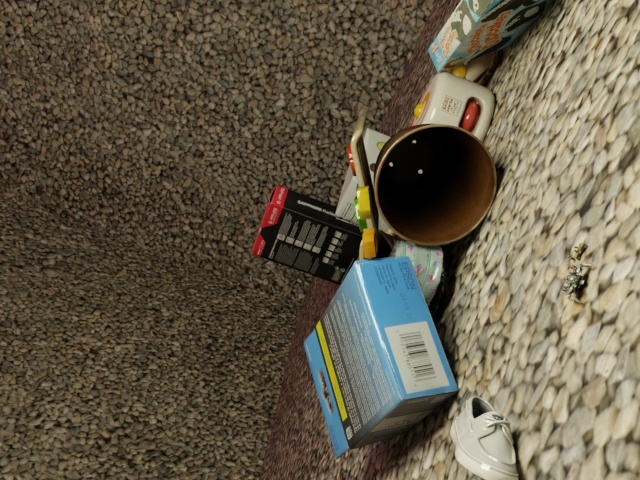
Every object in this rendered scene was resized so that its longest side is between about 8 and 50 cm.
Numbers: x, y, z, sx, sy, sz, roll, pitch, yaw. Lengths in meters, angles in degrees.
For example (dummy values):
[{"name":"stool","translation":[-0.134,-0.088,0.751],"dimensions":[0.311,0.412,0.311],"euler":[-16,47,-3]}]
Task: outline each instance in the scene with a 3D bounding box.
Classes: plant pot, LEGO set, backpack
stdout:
[{"name":"plant pot","translation":[0.186,-0.128,1.358],"dimensions":[0.230,0.215,0.216],"euler":[-109,40,-70]},{"name":"LEGO set","translation":[0.289,0.037,0.837],"dimensions":[0.083,0.023,0.054],"euler":[-78,10,-60]},{"name":"backpack","translation":[0.167,0.084,1.347],"dimensions":[0.152,0.115,0.182],"euler":[-93,14,-46]}]

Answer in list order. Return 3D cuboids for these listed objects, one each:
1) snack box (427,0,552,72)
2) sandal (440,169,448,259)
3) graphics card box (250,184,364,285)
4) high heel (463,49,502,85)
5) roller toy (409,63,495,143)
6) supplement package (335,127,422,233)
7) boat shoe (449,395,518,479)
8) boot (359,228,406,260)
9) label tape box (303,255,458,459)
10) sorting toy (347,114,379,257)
[{"name":"snack box","translation":[0.340,-0.435,1.381],"dimensions":[0.322,0.187,0.060],"euler":[130,117,-77]},{"name":"sandal","translation":[0.255,-0.044,1.467],"dimensions":[0.097,0.054,0.255],"euler":[103,177,-72]},{"name":"graphics card box","translation":[0.000,0.000,2.168],"dimensions":[0.094,0.370,0.233],"euler":[-75,6,-47]},{"name":"high heel","translation":[0.317,-0.336,1.648],"dimensions":[0.261,0.093,0.186],"euler":[-60,-1,3]},{"name":"roller toy","translation":[0.270,-0.257,1.556],"dimensions":[0.191,0.146,0.209],"euler":[-76,9,-52]},{"name":"supplement package","translation":[0.171,-0.141,1.850],"dimensions":[0.149,0.203,0.194],"euler":[117,172,-52]},{"name":"boat shoe","translation":[0.198,0.232,0.859],"dimensions":[0.184,0.066,0.063],"euler":[-23,-47,-83]},{"name":"boot","translation":[0.161,-0.007,1.531],"dimensions":[0.203,0.095,0.262],"euler":[30,-106,-63]},{"name":"label tape box","translation":[0.089,0.211,1.263],"dimensions":[0.334,0.105,0.241],"euler":[118,141,-55]},{"name":"sorting toy","translation":[0.072,-0.088,1.290],"dimensions":[0.307,0.041,0.229],"euler":[-73,-24,-72]}]
